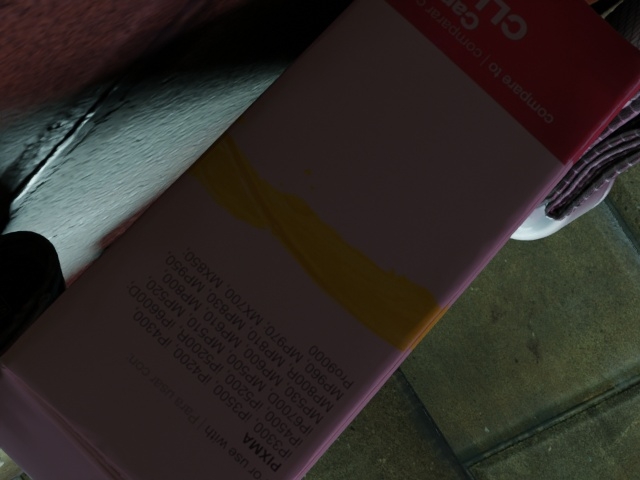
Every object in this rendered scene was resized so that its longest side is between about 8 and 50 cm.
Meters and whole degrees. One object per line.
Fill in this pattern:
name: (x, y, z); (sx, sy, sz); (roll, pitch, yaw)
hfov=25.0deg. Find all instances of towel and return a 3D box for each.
towel: (0.353, -0.166, 1.729); (0.283, 0.121, 0.235); (-45, -170, 33)

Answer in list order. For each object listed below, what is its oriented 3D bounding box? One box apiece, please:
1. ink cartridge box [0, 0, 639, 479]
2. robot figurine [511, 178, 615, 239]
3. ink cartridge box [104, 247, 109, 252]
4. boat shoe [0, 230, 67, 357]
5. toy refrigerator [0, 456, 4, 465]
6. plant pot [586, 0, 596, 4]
ink cartridge box: (-0.017, 0.013, 0.881); (0.384, 0.160, 0.279); (-48, -179, -20)
robot figurine: (0.365, -0.121, 2.364); (0.300, 0.199, 0.353); (-40, 172, 32)
ink cartridge box: (-0.086, 0.030, 1.340); (0.208, 0.045, 0.206); (-3, 173, -3)
boat shoe: (-0.283, 0.102, 0.894); (0.306, 0.113, 0.105); (-34, 170, -20)
toy refrigerator: (-0.411, 0.226, 1.495); (0.102, 0.094, 0.269); (-39, 177, -9)
plant pot: (0.291, -0.271, 1.312); (0.236, 0.032, 0.236); (-33, 176, -2)
